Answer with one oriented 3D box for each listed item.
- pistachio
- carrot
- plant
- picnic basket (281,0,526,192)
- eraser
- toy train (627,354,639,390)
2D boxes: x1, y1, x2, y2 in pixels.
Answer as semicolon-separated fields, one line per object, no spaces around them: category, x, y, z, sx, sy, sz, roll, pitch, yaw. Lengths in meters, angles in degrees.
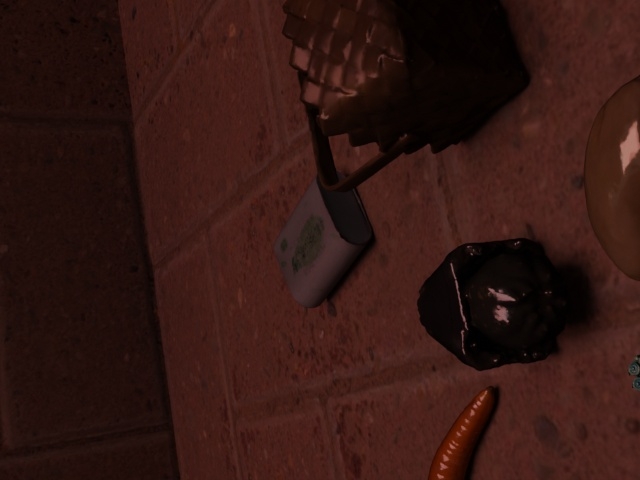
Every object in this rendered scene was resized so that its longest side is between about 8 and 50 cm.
pistachio;0.347;-0.071;0.844;0.136;0.136;0.225;19;115;59
carrot;0.202;0.326;1.204;0.066;0.062;0.271;-75;-3;-74
plant;0.227;0.082;1.053;0.256;0.142;0.164;163;102;-72
picnic basket;0.079;-0.237;1.126;0.321;0.291;0.254;-32;64;48
eraser;0.000;0.000;1.507;0.227;0.081;0.174;-55;47;47
toy train;0.378;0.170;0.900;0.045;0.029;0.092;-38;58;47
